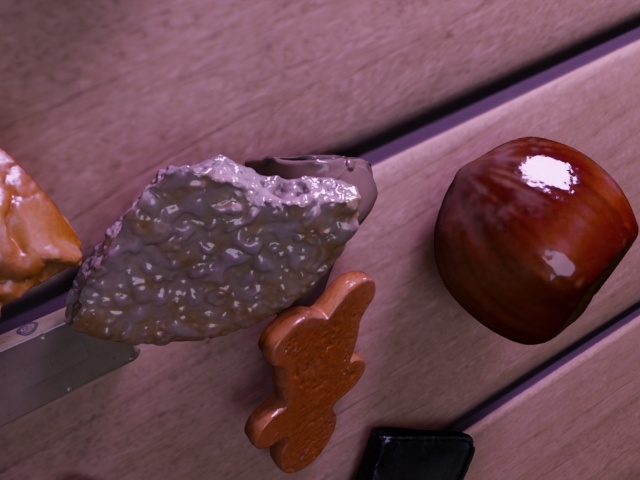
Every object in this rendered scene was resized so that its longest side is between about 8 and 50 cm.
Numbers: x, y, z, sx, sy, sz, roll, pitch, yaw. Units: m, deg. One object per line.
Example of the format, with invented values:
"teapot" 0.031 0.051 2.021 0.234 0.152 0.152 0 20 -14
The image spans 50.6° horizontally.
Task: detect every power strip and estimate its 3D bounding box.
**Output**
"power strip" -0.245 0.106 0.584 0.169 0.028 0.076 -24 121 -22

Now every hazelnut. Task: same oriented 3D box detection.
"hazelnut" 0.227 -0.003 0.744 0.212 0.181 0.181 -50 155 -1

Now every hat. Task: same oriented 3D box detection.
"hat" 0.000 0.000 0.648 0.147 0.085 0.175 1 109 -32

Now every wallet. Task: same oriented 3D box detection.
"wallet" 0.090 0.385 0.893 0.172 0.045 0.318 8 106 -30

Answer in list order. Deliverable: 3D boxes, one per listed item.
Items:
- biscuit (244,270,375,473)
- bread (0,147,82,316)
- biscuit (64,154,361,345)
"biscuit" -0.015 0.151 0.712 0.165 0.036 0.250 -27 137 -36
"bread" -0.297 0.002 0.451 0.229 0.143 0.139 -30 112 -21
"biscuit" -0.091 0.008 0.563 0.265 0.040 0.188 -20 131 -5
